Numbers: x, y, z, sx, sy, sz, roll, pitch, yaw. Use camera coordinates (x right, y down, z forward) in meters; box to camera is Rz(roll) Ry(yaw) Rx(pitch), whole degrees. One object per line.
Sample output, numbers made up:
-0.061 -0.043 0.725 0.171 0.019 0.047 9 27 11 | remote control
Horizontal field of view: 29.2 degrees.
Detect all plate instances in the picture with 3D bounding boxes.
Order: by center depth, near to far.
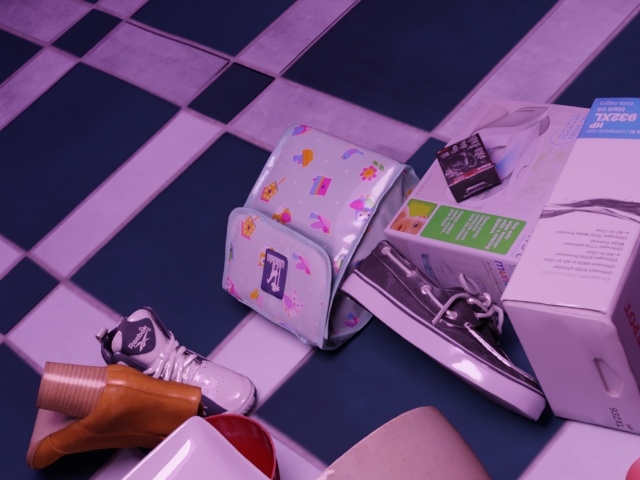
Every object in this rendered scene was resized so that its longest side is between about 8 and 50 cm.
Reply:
-0.159 0.348 1.316 0.278 0.045 0.277 -42 40 -16 | plate

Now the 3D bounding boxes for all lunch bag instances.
0.000 0.000 1.651 0.223 0.160 0.262 27 80 40 | lunch bag

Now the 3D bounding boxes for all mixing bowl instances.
-0.117 0.307 1.452 0.181 0.098 0.181 -16 43 16 | mixing bowl

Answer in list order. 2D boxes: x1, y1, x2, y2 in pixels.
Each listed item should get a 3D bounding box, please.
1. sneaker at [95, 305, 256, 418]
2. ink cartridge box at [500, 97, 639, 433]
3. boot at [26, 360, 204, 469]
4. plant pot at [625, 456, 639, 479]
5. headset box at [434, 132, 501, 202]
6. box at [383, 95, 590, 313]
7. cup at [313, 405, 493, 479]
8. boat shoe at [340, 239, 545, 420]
-0.203 0.160 1.609 0.235 0.153 0.094 16 59 40 | sneaker
0.340 0.025 1.367 0.129 0.223 0.307 7 53 35 | ink cartridge box
-0.262 0.246 1.583 0.211 0.295 0.104 14 59 -9 | boot
0.394 0.320 1.030 0.275 0.275 0.243 -6 55 26 | plant pot
0.184 -0.089 1.531 0.062 0.032 0.083 -25 40 8 | headset box
0.256 -0.042 1.564 0.231 0.126 0.262 14 57 42 | box
0.083 0.358 1.157 0.331 0.331 0.237 -42 67 -13 | cup
0.160 0.098 1.460 0.306 0.113 0.105 35 87 42 | boat shoe
